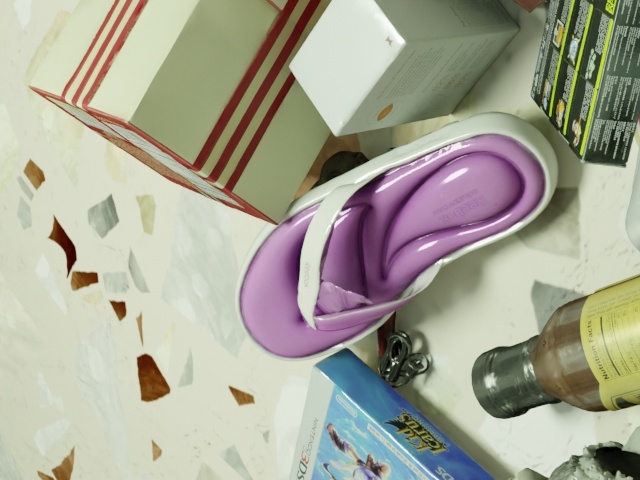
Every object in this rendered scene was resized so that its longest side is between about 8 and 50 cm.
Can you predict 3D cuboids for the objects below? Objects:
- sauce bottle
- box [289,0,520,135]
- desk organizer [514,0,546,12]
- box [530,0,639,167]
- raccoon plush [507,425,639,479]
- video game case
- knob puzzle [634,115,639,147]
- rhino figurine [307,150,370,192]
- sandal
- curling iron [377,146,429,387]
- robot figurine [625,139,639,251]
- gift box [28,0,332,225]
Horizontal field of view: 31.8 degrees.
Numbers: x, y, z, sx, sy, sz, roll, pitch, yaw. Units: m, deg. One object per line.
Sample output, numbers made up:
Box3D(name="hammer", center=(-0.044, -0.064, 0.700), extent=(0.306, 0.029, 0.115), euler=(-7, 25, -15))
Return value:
Box3D(name="sauce bottle", center=(0.276, 0.088, 0.987), extent=(0.344, 0.111, 0.111), euler=(-28, 81, 49))
Box3D(name="box", center=(0.080, -0.183, 1.069), extent=(0.091, 0.170, 0.130), euler=(57, 134, 19))
Box3D(name="desk organizer", center=(0.143, -0.253, 1.021), extent=(0.130, 0.047, 0.050), euler=(32, 140, -14))
Box3D(name="box", center=(0.230, -0.180, 0.927), extent=(0.184, 0.045, 0.191), euler=(-103, 20, -66))
Box3D(name="raccoon plush", center=(0.248, 0.342, 0.897), extent=(0.299, 0.446, 0.216), euler=(-9, 127, 49))
Box3D(name="video game case", center=(0.078, 0.296, 1.268), extent=(0.269, 0.061, 0.244), euler=(40, 136, 32))
Box3D(name="knob puzzle", center=(0.327, -0.113, 0.930), extent=(0.213, 0.030, 0.213), euler=(16, 113, 44))
Box3D(name="rhino figurine", center=(0.000, 0.000, 1.268), extent=(0.073, 0.106, 0.243), euler=(23, 129, -6))
Box3D(name="sandal", center=(0.048, 0.012, 1.127), extent=(0.169, 0.102, 0.416), euler=(43, 125, -12))
Box3D(name="curling iron", center=(0.086, 0.033, 1.226), extent=(0.068, 0.035, 0.274), euler=(12, 110, 40))
Box3D(name="robot figurine", center=(0.327, -0.084, 0.752), extent=(0.300, 0.199, 0.354), euler=(0, 72, 60))
Box3D(name="gift box", center=(-0.117, -0.202, 1.147), extent=(0.255, 0.276, 0.258), euler=(23, 80, 43))
